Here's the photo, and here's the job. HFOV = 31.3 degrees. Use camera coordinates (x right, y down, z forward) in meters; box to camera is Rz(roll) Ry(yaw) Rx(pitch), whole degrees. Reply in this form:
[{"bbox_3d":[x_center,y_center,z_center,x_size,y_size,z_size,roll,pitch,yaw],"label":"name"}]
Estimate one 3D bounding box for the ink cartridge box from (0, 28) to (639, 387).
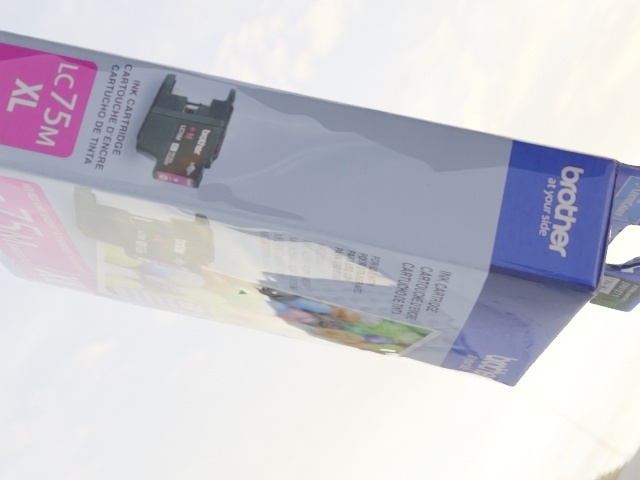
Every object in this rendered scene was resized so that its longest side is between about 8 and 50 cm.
[{"bbox_3d":[0.000,0.000,0.491,0.186,0.311,0.065,92,-171,-73],"label":"ink cartridge box"}]
